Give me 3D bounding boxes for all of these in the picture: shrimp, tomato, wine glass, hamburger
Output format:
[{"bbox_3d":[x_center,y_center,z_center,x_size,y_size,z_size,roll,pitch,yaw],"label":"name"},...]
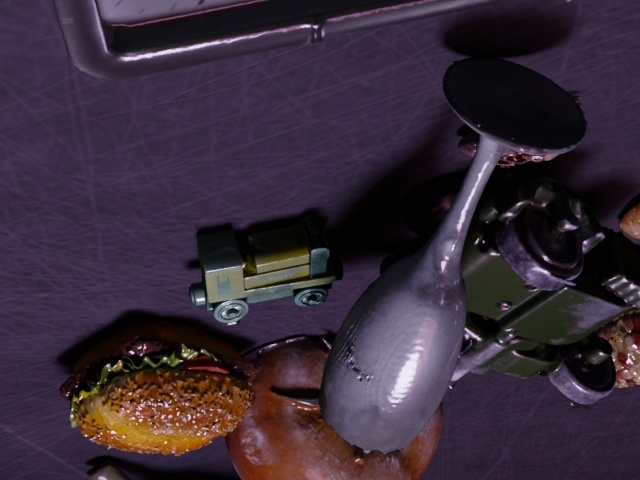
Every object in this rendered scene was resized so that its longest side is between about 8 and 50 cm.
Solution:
[{"bbox_3d":[0.146,-0.072,0.942,0.092,0.038,0.029,-19,-165,9],"label":"shrimp"},{"bbox_3d":[0.015,0.191,1.249,0.214,0.155,0.181,1,152,-30],"label":"tomato"},{"bbox_3d":[0.000,0.000,0.923,0.264,0.096,0.309,16,129,-7],"label":"wine glass"},{"bbox_3d":[0.279,-0.024,1.110,0.059,0.023,0.108,-13,153,16],"label":"shrimp"},{"bbox_3d":[-0.136,0.138,1.139,0.137,0.087,0.166,-32,148,30],"label":"hamburger"}]

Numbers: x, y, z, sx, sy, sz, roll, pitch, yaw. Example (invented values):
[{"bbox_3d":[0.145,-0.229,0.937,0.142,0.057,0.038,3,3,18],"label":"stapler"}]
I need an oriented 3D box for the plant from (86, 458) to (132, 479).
[{"bbox_3d":[-0.107,0.353,1.416,0.261,0.296,0.306,-9,-170,-20],"label":"plant"}]

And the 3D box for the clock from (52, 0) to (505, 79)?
[{"bbox_3d":[-0.008,-0.191,0.634,0.274,0.049,0.279,-12,152,-6],"label":"clock"}]

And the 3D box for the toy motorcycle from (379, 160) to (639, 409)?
[{"bbox_3d":[0.174,0.035,1.074,0.275,0.127,0.205,16,139,-33],"label":"toy motorcycle"}]

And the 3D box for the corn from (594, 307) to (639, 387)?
[{"bbox_3d":[0.372,0.058,1.230,0.098,0.098,0.290,15,144,-44],"label":"corn"}]

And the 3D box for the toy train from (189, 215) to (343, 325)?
[{"bbox_3d":[-0.043,0.021,1.015,0.122,0.050,0.081,-11,142,-8],"label":"toy train"}]
